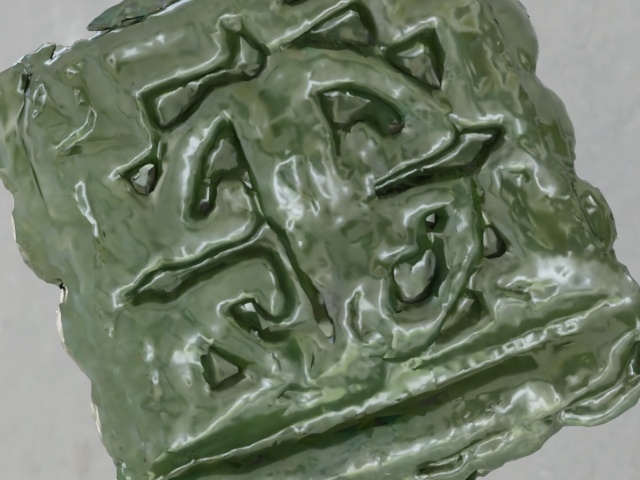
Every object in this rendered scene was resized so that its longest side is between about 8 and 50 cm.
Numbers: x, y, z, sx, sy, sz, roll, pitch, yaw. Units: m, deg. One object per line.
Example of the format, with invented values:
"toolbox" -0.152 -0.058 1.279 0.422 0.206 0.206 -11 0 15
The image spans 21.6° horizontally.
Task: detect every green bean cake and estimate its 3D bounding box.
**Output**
"green bean cake" 0.000 0.000 0.733 0.132 0.241 0.255 81 169 -84
